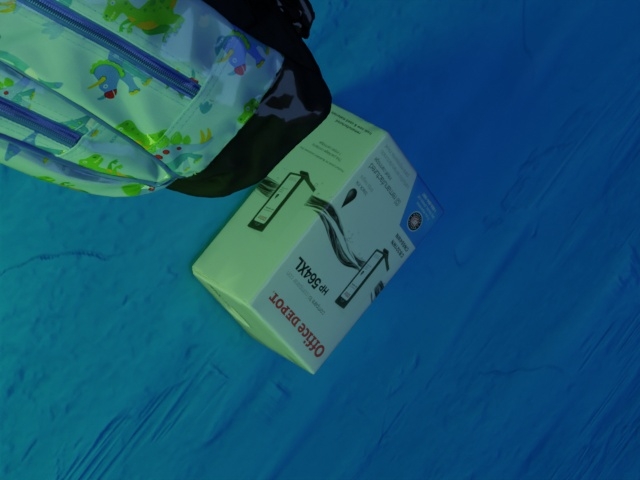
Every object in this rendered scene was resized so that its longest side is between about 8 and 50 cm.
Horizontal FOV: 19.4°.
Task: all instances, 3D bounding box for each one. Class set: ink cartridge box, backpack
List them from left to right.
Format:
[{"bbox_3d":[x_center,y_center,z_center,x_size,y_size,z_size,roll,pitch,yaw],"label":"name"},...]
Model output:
[{"bbox_3d":[-0.209,-0.177,1.228,0.273,0.290,0.355,-42,138,4],"label":"backpack"},{"bbox_3d":[0.000,0.000,1.716,0.203,0.086,0.148,-52,141,-9],"label":"ink cartridge box"}]
